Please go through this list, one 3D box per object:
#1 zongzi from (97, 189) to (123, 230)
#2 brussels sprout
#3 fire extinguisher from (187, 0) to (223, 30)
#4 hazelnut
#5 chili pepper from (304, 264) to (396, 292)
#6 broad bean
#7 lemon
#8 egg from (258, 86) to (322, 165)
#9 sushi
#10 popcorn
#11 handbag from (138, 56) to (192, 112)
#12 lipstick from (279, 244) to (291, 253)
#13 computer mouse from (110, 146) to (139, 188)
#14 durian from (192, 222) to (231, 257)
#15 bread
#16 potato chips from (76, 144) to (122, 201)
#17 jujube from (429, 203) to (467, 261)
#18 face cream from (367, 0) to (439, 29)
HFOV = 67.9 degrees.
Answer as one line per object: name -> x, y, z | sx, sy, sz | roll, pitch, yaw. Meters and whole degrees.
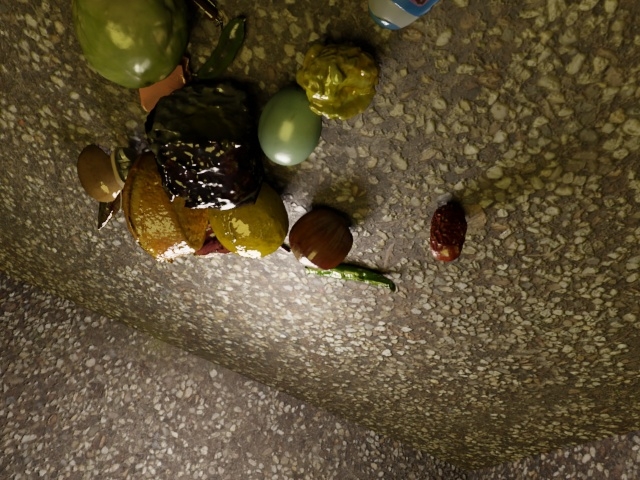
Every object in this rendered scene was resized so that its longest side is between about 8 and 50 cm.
zongzi -> -0.797, -0.157, 1.772 | 0.084, 0.184, 0.187 | 17, 143, 4
brussels sprout -> -0.443, -0.516, 1.116 | 0.274, 0.243, 0.316 | 33, 127, 39
fire extinguisher -> -0.295, -0.584, 1.147 | 0.173, 0.035, 0.049 | 38, 101, -20
hazelnut -> -0.001, 0.003, 1.600 | 0.210, 0.186, 0.210 | 28, 146, 21
chili pepper -> 0.113, 0.131, 1.791 | 0.359, 0.076, 0.085 | 8, 168, 21
broad bean -> -0.254, -0.485, 1.232 | 0.065, 0.046, 0.255 | 37, 140, -21
lemon -> -0.234, -0.079, 1.556 | 0.254, 0.253, 0.310 | -6, 132, 31
egg -> -0.081, -0.303, 1.272 | 0.168, 0.168, 0.230 | 22, 141, -1
sushi -> -0.316, -0.254, 1.331 | 0.300, 0.281, 0.294 | -8, 148, -6
popcorn -> 0.044, -0.383, 1.134 | 0.198, 0.155, 0.197 | -9, 141, -7
handbag -> -0.441, -0.444, 1.359 | 0.158, 0.059, 0.212 | 20, 144, 2
lipstick -> -0.185, -0.003, 1.808 | 0.176, 0.027, 0.027 | 36, 140, -21
computer mouse -> -0.645, -0.234, 1.619 | 0.082, 0.145, 0.236 | -12, 175, -12
durian -> -0.365, 0.005, 1.822 | 0.261, 0.153, 0.186 | -2, 160, 19
bread -> -0.489, -0.117, 1.564 | 0.204, 0.358, 0.336 | -4, 145, 5
potato chips -> -0.806, -0.237, 1.703 | 0.196, 0.062, 0.208 | 0, 105, 20
jujube -> 0.376, -0.021, 1.397 | 0.112, 0.176, 0.109 | 27, 147, -18
face cream -> 0.190, -0.532, 0.937 | 0.149, 0.083, 0.264 | 34, 141, -12
